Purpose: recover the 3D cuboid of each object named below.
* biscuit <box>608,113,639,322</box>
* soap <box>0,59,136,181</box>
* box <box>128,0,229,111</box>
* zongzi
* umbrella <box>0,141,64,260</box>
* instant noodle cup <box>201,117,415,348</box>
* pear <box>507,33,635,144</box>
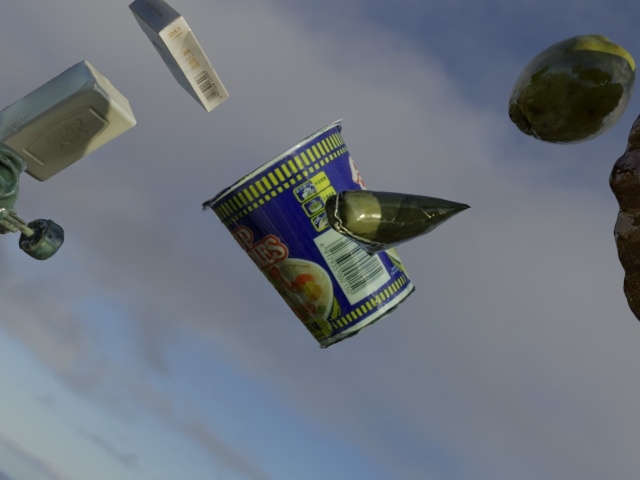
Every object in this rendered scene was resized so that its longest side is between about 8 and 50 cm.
[{"bbox_3d":[0.391,-0.011,0.805,0.326,0.325,0.107,44,-27,-24],"label":"biscuit"},{"bbox_3d":[-0.383,-0.175,1.368,0.121,0.183,0.063,47,16,-56],"label":"soap"},{"bbox_3d":[-0.293,-0.395,1.928,0.149,0.067,0.233,41,-12,41],"label":"box"},{"bbox_3d":[0.071,-0.028,0.850,0.113,0.052,0.104,-16,-17,21],"label":"zongzi"},{"bbox_3d":[-0.405,-0.085,0.969,0.143,0.094,0.349,-3,-30,36],"label":"umbrella"},{"bbox_3d":[0.000,0.000,1.550,0.312,0.284,0.284,58,-23,-3],"label":"instant noodle cup"},{"bbox_3d":[0.255,-0.150,0.934,0.107,0.131,0.107,49,2,-2],"label":"pear"}]
